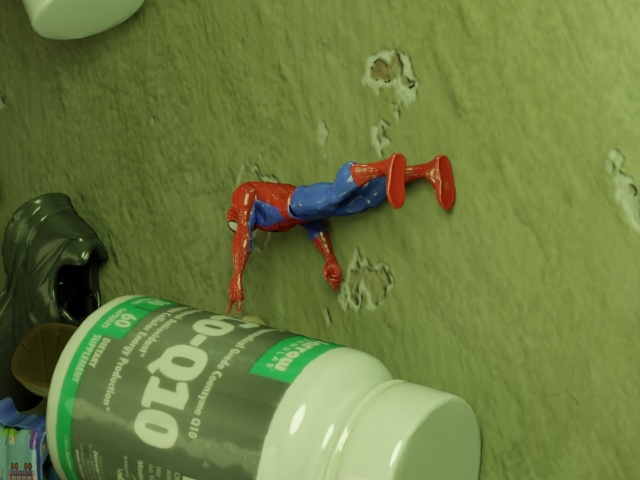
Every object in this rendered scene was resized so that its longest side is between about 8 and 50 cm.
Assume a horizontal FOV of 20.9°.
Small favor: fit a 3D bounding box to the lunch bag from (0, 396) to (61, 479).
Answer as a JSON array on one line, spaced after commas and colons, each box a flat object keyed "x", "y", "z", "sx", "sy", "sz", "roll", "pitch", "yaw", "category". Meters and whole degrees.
[{"x": -0.338, "y": 0.326, "z": 2.013, "sx": 0.221, "sy": 0.138, "sz": 0.293, "roll": -7, "pitch": 101, "yaw": 52, "category": "lunch bag"}]

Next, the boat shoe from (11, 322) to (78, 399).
[{"x": -0.203, "y": 0.172, "z": 1.888, "sx": 0.302, "sy": 0.098, "sz": 0.109, "roll": 13, "pitch": 63, "yaw": 35, "category": "boat shoe"}]

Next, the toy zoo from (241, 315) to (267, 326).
[{"x": -0.101, "y": 0.244, "z": 1.722, "sx": 0.293, "sy": 0.030, "sz": 0.192, "roll": -50, "pitch": 63, "yaw": 18, "category": "toy zoo"}]

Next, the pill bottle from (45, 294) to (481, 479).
[{"x": -0.052, "y": 0.180, "z": 1.559, "sx": 0.361, "sy": 0.204, "sz": 0.204, "roll": 12, "pitch": 107, "yaw": 32, "category": "pill bottle"}]

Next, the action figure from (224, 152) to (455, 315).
[{"x": 0.000, "y": 0.000, "z": 1.598, "sx": 0.280, "sy": 0.091, "sz": 0.139, "roll": -5, "pitch": 84, "yaw": 52, "category": "action figure"}]

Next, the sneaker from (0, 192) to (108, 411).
[{"x": -0.320, "y": 0.092, "z": 2.014, "sx": 0.130, "sy": 0.109, "sz": 0.286, "roll": 38, "pitch": 127, "yaw": 34, "category": "sneaker"}]

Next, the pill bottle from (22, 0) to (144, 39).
[{"x": -0.289, "y": -0.372, "z": 1.833, "sx": 0.169, "sy": 0.169, "sz": 0.301, "roll": -38, "pitch": 67, "yaw": 48, "category": "pill bottle"}]
